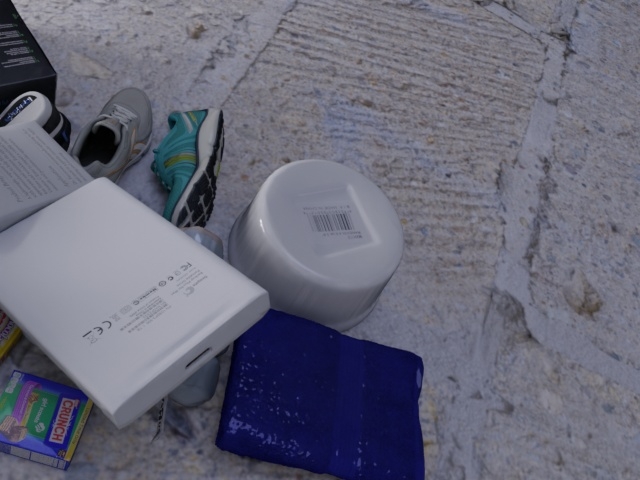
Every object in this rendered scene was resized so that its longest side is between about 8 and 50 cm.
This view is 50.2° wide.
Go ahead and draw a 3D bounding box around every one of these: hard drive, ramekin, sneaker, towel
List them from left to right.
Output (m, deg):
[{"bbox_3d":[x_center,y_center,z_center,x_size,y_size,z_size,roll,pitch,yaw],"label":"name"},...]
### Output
[{"bbox_3d":[-0.463,-0.116,1.015,0.216,0.121,0.079,-37,67,-3],"label":"sneaker"},{"bbox_3d":[-0.236,0.049,0.770,0.307,0.040,0.203,31,53,31],"label":"hard drive"},{"bbox_3d":[-0.325,-0.166,1.082,0.099,0.121,0.263,21,51,-11],"label":"sneaker"},{"bbox_3d":[-0.225,-0.112,1.125,0.109,0.107,0.275,3,50,0],"label":"sneaker"},{"bbox_3d":[0.000,0.000,1.108,0.277,0.135,0.277,12,53,-17],"label":"ramekin"},{"bbox_3d":[0.007,0.233,0.987,0.308,0.076,0.228,21,49,-17],"label":"towel"}]

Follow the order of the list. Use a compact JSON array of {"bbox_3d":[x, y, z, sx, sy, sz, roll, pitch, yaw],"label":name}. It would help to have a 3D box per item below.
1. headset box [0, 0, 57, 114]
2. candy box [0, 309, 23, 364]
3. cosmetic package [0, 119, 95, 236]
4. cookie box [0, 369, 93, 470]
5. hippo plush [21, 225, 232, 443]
[{"bbox_3d":[-0.570,-0.270,1.035,0.246,0.131,0.283,-24,70,-36],"label":"headset box"},{"bbox_3d":[-0.450,0.118,0.889,0.105,0.027,0.206,28,50,-7],"label":"candy box"},{"bbox_3d":[-0.423,-0.041,0.903,0.151,0.151,0.183,43,40,17],"label":"cosmetic package"},{"bbox_3d":[-0.349,0.224,0.853,0.107,0.040,0.092,21,51,-11],"label":"cookie box"},{"bbox_3d":[-0.262,0.116,0.901,0.236,0.234,0.294,7,45,12],"label":"hippo plush"}]
